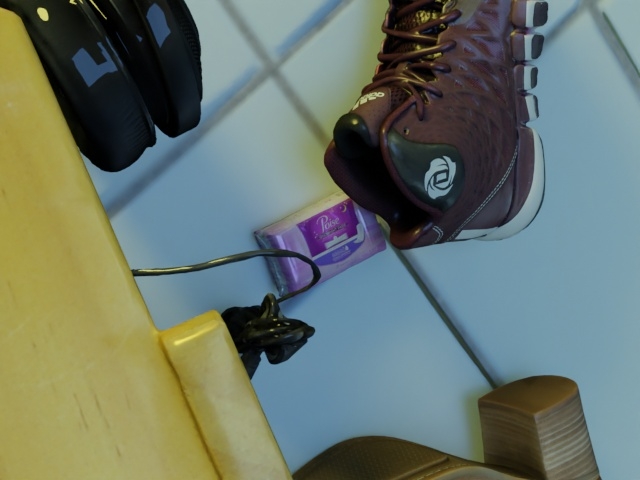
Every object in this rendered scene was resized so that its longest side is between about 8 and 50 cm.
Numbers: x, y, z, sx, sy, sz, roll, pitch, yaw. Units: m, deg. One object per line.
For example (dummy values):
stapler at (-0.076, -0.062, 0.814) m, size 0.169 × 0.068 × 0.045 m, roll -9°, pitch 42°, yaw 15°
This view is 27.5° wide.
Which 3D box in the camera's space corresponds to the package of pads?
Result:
package of pads at (0.000, 0.000, 0.897) m, size 0.083 × 0.032 × 0.050 m, roll -27°, pitch 106°, yaw -25°

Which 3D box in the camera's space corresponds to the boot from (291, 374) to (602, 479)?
boot at (0.091, 0.239, 0.936) m, size 0.283 × 0.109 × 0.220 m, roll -19°, pitch 106°, yaw -34°

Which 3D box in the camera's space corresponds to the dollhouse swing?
dollhouse swing at (-0.222, 0.100, 0.658) m, size 0.347 × 0.315 × 0.305 m, roll -25°, pitch 73°, yaw -10°

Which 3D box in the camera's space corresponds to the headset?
headset at (-0.166, -0.058, 0.769) m, size 0.394 × 0.185 × 0.243 m, roll 39°, pitch 79°, yaw -9°

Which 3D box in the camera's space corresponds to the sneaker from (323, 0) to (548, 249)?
sneaker at (0.068, -0.124, 0.865) m, size 0.162 × 0.106 × 0.281 m, roll -17°, pitch 102°, yaw -42°
